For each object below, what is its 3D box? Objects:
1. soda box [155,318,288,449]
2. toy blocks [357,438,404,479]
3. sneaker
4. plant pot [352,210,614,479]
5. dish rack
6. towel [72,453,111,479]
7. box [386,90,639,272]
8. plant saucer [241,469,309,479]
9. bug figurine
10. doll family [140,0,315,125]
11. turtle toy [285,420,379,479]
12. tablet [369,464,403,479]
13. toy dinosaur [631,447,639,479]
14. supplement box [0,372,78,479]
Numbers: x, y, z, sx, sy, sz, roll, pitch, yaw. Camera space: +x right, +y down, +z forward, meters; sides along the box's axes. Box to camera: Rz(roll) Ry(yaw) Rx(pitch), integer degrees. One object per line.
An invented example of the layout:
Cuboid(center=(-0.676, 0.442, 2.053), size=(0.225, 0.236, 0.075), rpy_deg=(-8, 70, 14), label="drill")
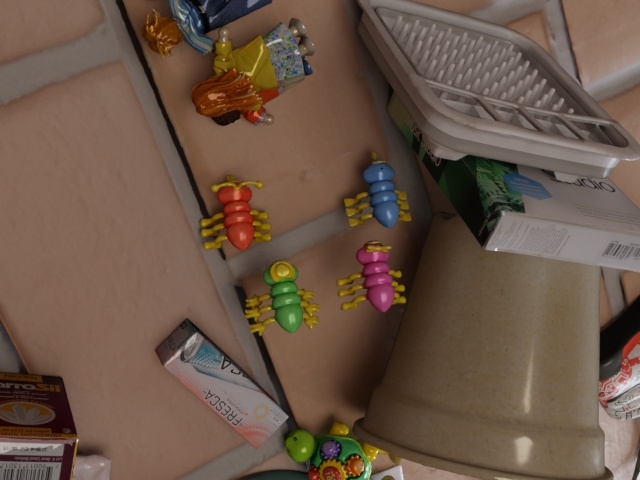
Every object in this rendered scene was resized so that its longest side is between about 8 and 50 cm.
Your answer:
Cuboid(center=(-0.126, 0.186, 1.082), size=(0.063, 0.058, 0.183), rpy_deg=(-46, 115, -6), label="soda box")
Cuboid(center=(0.123, 0.333, 1.214), size=(0.148, 0.054, 0.123), rpy_deg=(11, 90, -24), label="toy blocks")
Cuboid(center=(0.539, 0.170, 1.332), size=(0.270, 0.090, 0.145), rpy_deg=(-35, 114, -7), label="sneaker")
Cuboid(center=(0.230, 0.127, 1.096), size=(0.333, 0.334, 0.306), rpy_deg=(11, 87, -24), label="plant pot")
Cuboid(center=(0.191, -0.179, 1.000), size=(0.285, 0.333, 0.072), rpy_deg=(7, 127, -23), label="dish rack")
Cuboid(center=(-0.414, 0.397, 0.946), size=(0.331, 0.053, 0.317), rpy_deg=(10, 69, -25), label="towel")
Cuboid(center=(0.238, -0.088, 1.024), size=(0.232, 0.322, 0.059), rpy_deg=(8, 121, -24), label="box")
Cuboid(center=(-0.052, 0.476, 1.137), size=(0.317, 0.043, 0.318), rpy_deg=(3, 84, -29), label="plant saucer")
Cuboid(center=(0.000, 0.000, 1.037), size=(0.278, 0.072, 0.216), rpy_deg=(-10, 73, -15), label="bug figurine")
Cuboid(center=(-0.112, -0.238, 0.953), size=(0.163, 0.118, 0.263), rpy_deg=(-34, 113, -11), label="doll family")
Cuboid(center=(0.012, 0.301, 1.148), size=(0.130, 0.066, 0.095), rpy_deg=(30, 108, 12), label="turtle toy")
Cuboid(center=(0.102, 0.378, 1.248), size=(0.054, 0.006, 0.083), rpy_deg=(-15, 108, -18), label="tablet")
Cuboid(center=(0.592, 0.304, 1.400), size=(0.118, 0.064, 0.268), rpy_deg=(13, 98, -9), label="toy dinosaur")
Cuboid(center=(-0.335, 0.216, 0.932), size=(0.104, 0.188, 0.081), rpy_deg=(8, 98, -23), label="supplement box")
